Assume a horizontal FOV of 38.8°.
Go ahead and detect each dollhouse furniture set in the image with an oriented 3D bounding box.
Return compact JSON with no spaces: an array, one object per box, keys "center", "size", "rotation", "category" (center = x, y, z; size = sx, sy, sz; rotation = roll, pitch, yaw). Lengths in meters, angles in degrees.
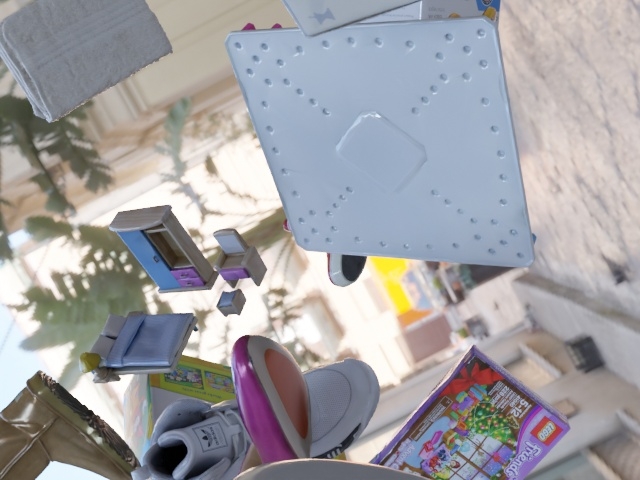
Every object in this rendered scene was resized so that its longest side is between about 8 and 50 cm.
[{"center":[-0.307,0.108,1.704],"size":[0.198,0.286,0.303],"rotation":[58,-141,-36],"category":"dollhouse furniture set"}]

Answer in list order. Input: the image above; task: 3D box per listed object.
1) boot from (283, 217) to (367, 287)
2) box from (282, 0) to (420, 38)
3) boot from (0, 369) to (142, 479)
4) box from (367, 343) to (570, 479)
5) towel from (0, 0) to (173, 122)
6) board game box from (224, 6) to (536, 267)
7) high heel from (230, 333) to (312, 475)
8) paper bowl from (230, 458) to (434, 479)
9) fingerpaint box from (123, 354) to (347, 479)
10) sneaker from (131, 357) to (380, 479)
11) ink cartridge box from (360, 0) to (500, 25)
[{"center":[0.000,0.000,1.802],"size":[0.088,0.176,0.244],"rotation":[47,-142,-42],"category":"boot"},{"center":[0.017,-0.326,0.818],"size":[0.148,0.126,0.232],"rotation":[51,-147,-48],"category":"box"},{"center":[-0.435,0.356,1.348],"size":[0.236,0.269,0.089],"rotation":[45,178,-8],"category":"boot"},{"center":[0.239,0.345,1.510],"size":[0.201,0.293,0.057],"rotation":[37,-166,-3],"category":"box"},{"center":[-0.405,-0.343,1.562],"size":[0.049,0.282,0.187],"rotation":[1,123,57],"category":"towel"},{"center":[0.093,-0.136,1.287],"size":[0.050,0.390,0.390],"rotation":[-58,-39,-41],"category":"board game box"},{"center":[-0.089,0.260,1.129],"size":[0.127,0.181,0.377],"rotation":[-84,-21,-50],"category":"high heel"},{"center":[0.023,0.234,0.565],"size":[0.284,0.284,0.148],"rotation":[-57,-23,-87],"category":"paper bowl"},{"center":[-0.175,0.445,1.900],"size":[0.444,0.163,0.371],"rotation":[17,-152,-25],"category":"fingerpaint box"},{"center":[-0.094,0.276,1.314],"size":[0.137,0.365,0.210],"rotation":[65,-168,22],"category":"sneaker"},{"center":[0.212,-0.352,1.811],"size":[0.166,0.285,0.395],"rotation":[14,109,39],"category":"ink cartridge box"}]
